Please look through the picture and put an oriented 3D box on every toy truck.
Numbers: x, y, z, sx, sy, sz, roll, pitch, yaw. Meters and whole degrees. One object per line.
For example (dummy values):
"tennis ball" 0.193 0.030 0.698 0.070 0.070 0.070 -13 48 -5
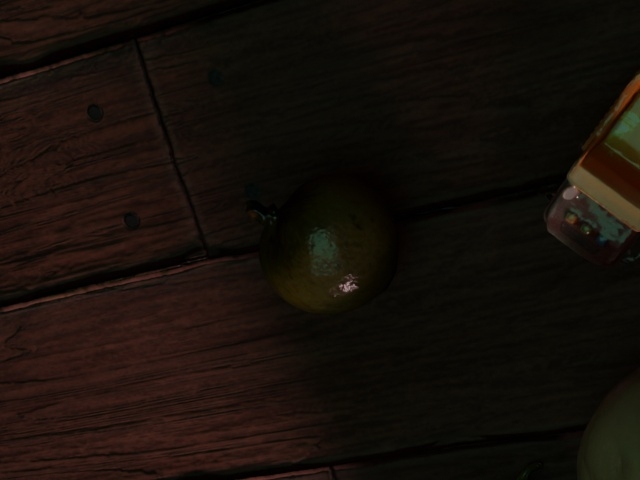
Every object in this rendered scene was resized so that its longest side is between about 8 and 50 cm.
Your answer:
"toy truck" 0.324 -0.100 1.583 0.114 0.135 0.270 38 118 9

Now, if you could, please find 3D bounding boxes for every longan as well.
"longan" 0.000 0.000 1.754 0.176 0.145 0.154 28 103 -14

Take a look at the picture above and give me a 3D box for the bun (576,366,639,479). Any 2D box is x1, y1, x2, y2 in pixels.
"bun" 0.411 0.276 1.620 0.361 0.213 0.361 8 108 25

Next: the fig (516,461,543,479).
"fig" 0.223 0.300 1.803 0.084 0.082 0.098 -44 46 43
